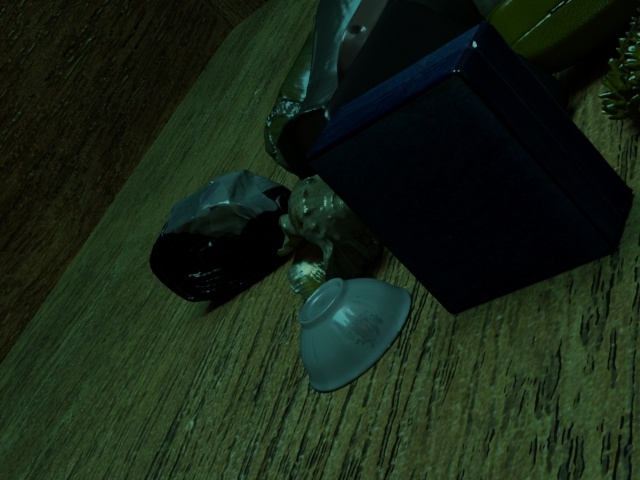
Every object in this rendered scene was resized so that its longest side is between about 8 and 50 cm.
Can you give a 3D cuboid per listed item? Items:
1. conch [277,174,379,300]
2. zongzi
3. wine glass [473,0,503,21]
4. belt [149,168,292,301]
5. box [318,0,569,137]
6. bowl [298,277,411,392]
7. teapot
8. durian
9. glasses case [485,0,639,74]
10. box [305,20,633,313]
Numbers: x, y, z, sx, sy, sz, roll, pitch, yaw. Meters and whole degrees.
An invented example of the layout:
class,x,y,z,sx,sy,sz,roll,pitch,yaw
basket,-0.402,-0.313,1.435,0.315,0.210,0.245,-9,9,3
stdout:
class,x,y,z,sx,sy,sz,roll,pitch,yaw
conch,0.000,0.000,1.785,0.245,0.163,0.178,-31,42,56
zongzi,0.091,-0.265,2.208,0.393,0.174,0.356,15,74,40
wine glass,0.392,-0.487,1.924,0.357,0.190,0.190,-31,23,45
belt,-0.171,-0.016,2.146,0.289,0.184,0.164,-27,20,31
box,0.171,-0.171,1.585,0.289,0.290,0.073,-61,-2,-35
bowl,0.026,0.108,1.600,0.189,0.086,0.189,-40,18,16
teapot,0.096,-0.257,1.853,0.376,0.305,0.362,85,-156,-57
durian,0.448,-0.285,1.480,0.341,0.112,0.191,-48,19,-9
glasses case,0.414,-0.371,1.647,0.371,0.141,0.173,-38,-4,27
box,0.171,-0.076,1.367,0.261,0.279,0.116,-25,27,45
